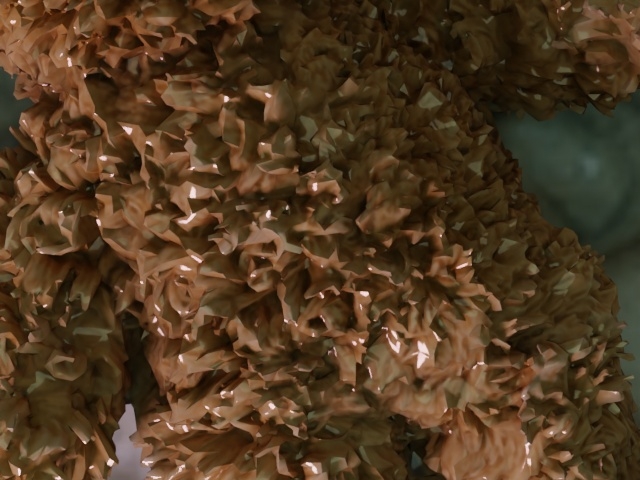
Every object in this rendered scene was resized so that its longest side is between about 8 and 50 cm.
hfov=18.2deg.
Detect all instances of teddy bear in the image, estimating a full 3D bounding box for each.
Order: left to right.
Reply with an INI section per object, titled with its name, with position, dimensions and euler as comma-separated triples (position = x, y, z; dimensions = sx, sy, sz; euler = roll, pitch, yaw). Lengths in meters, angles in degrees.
[teddy bear]
position = 0.000, 0.000, 0.553
dimensions = 0.245, 0.113, 0.338
euler = -5, 99, -2
